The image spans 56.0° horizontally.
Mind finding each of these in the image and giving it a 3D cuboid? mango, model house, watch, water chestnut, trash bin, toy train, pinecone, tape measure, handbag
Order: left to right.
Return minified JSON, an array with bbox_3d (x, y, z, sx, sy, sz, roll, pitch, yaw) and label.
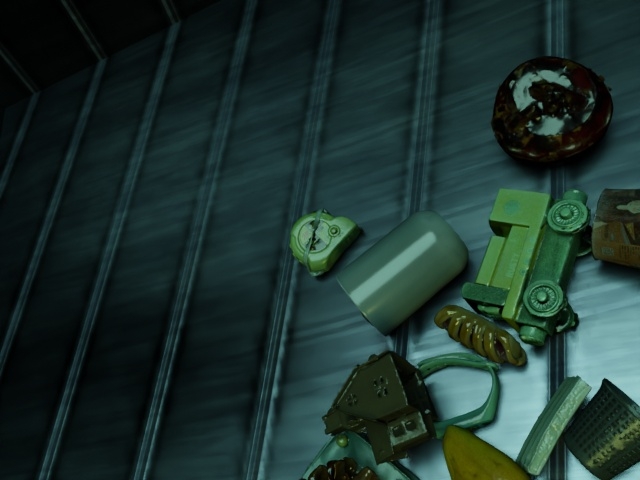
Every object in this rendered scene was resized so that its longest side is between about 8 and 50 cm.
[{"bbox_3d":[0.000,0.000,1.769,0.175,0.106,0.200,37,88,21],"label":"tape measure"},{"bbox_3d":[0.037,0.581,1.305,0.202,0.201,0.229,41,60,10],"label":"pinecone"},{"bbox_3d":[0.078,0.612,1.439,0.274,0.100,0.268,36,85,35],"label":"handbag"},{"bbox_3d":[0.121,0.408,1.388,0.243,0.211,0.204,-29,54,17],"label":"model house"},{"bbox_3d":[0.324,0.368,1.454,0.237,0.068,0.195,-25,55,19],"label":"watch"},{"bbox_3d":[0.370,0.535,1.293,0.317,0.119,0.176,48,136,36],"label":"mango"},{"bbox_3d":[0.508,0.052,1.459,0.253,0.160,0.397,11,72,38],"label":"toy train"},{"bbox_3d":[0.582,-0.338,1.530,0.300,0.300,0.300,-11,62,22],"label":"water chestnut"},{"bbox_3d":[0.600,0.401,1.247,0.161,0.175,0.175,-49,54,14],"label":"trash bin"}]

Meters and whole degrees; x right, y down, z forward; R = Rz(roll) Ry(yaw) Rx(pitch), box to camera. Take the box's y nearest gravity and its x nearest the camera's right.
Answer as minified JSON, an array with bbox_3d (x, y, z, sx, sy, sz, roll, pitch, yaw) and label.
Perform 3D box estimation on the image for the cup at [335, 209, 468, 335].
[{"bbox_3d":[0.218,0.076,1.559,0.312,0.205,0.205,-40,55,4],"label":"cup"}]

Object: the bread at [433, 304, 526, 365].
[{"bbox_3d":[0.381,0.228,1.448,0.225,0.134,0.081,30,84,37],"label":"bread"}]

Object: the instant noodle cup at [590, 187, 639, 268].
[{"bbox_3d":[0.737,-0.025,1.350,0.207,0.217,0.217,9,72,37],"label":"instant noodle cup"}]

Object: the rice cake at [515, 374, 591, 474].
[{"bbox_3d":[0.503,0.402,1.314,0.043,0.127,0.237,33,83,14],"label":"rice cake"}]
